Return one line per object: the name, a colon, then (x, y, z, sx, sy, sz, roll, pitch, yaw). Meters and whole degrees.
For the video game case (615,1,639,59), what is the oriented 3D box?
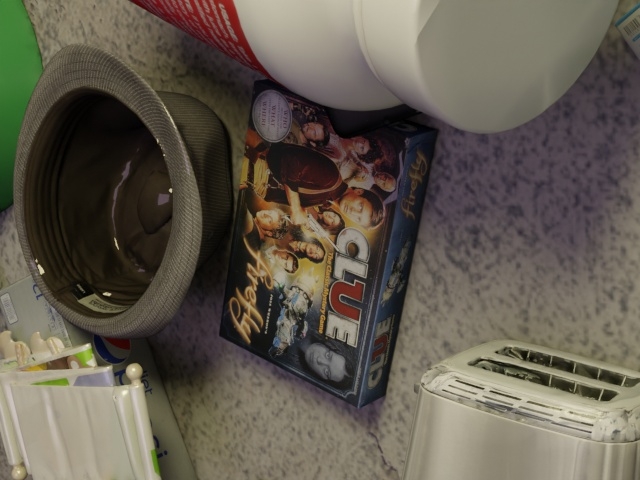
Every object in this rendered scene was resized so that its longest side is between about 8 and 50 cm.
video game case: (0.283, -0.112, 0.743, 0.119, 0.015, 0.166, -41, 75, 37)

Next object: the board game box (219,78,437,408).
board game box: (0.000, 0.000, 0.983, 0.165, 0.042, 0.243, 23, 115, 32)

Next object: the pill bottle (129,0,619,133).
pill bottle: (-0.010, -0.224, 0.767, 0.408, 0.229, 0.229, 35, 122, 41)

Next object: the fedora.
fedora: (-0.163, -0.045, 1.050, 0.244, 0.124, 0.275, 36, 122, 27)

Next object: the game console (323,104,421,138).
game console: (0.053, -0.153, 0.891, 0.122, 0.071, 0.107, -17, 46, 30)

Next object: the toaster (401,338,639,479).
toaster: (0.163, 0.164, 0.838, 0.227, 0.129, 0.146, 13, 107, 38)

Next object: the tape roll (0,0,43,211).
tape roll: (-0.435, -0.174, 1.270, 0.321, 0.077, 0.321, 12, 109, 37)

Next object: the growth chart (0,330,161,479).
growth chart: (-0.243, 0.172, 1.111, 0.237, 0.021, 0.171, 1, 101, 37)

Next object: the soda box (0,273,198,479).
soda box: (-0.221, 0.162, 1.168, 0.091, 0.098, 0.286, -23, 87, 38)
